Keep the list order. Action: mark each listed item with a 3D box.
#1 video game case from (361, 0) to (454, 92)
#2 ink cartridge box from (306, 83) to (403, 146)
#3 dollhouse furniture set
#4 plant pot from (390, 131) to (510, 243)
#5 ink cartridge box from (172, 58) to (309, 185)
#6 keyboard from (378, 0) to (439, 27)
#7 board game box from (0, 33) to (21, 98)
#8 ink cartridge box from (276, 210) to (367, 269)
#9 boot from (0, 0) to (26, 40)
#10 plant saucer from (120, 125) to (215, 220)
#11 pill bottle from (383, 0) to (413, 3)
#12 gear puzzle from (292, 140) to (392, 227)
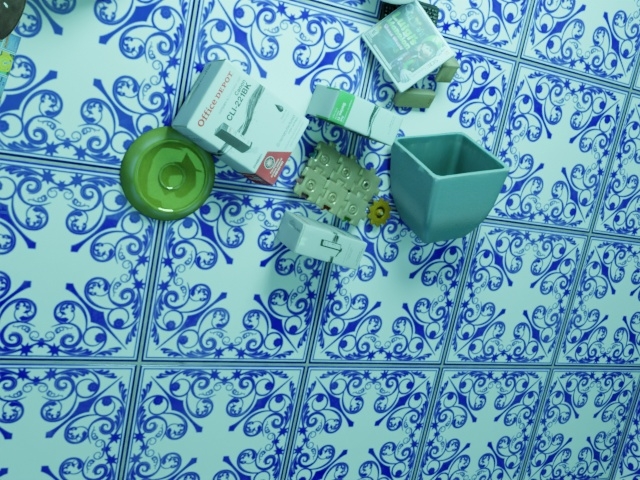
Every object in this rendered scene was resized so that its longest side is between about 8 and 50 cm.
[{"bbox_3d":[0.232,-0.520,1.882,0.173,0.022,0.190,-35,88,5],"label":"video game case"},{"bbox_3d":[0.090,-0.331,1.869,0.208,0.153,0.087,18,98,-28],"label":"ink cartridge box"},{"bbox_3d":[0.278,-0.472,1.991,0.144,0.123,0.151,-2,141,-25],"label":"dollhouse furniture set"},{"bbox_3d":[0.343,-0.137,2.009,0.247,0.247,0.252,-9,126,-23],"label":"plant pot"},{"bbox_3d":[-0.196,-0.290,1.751,0.272,0.114,0.197,33,81,-29],"label":"ink cartridge box"},{"bbox_3d":[0.243,-0.607,1.936,0.180,0.023,0.108,6,103,-27],"label":"keyboard"},{"bbox_3d":[-0.743,-0.368,1.517,0.136,0.035,0.201,19,96,-30],"label":"board game box"},{"bbox_3d":[0.000,0.000,1.928,0.203,0.148,0.086,16,100,-28],"label":"ink cartridge box"},{"bbox_3d":[-0.665,-0.421,1.399,0.090,0.207,0.248,41,84,-29],"label":"boot"},{"bbox_3d":[-0.373,-0.162,1.760,0.240,0.037,0.241,-8,108,-23],"label":"plant saucer"},{"bbox_3d":[0.202,-0.737,1.734,0.152,0.152,0.272,-19,147,-20],"label":"pill bottle"},{"bbox_3d":[0.079,-0.143,1.989,0.338,0.044,0.176,28,90,-33],"label":"gear puzzle"}]
